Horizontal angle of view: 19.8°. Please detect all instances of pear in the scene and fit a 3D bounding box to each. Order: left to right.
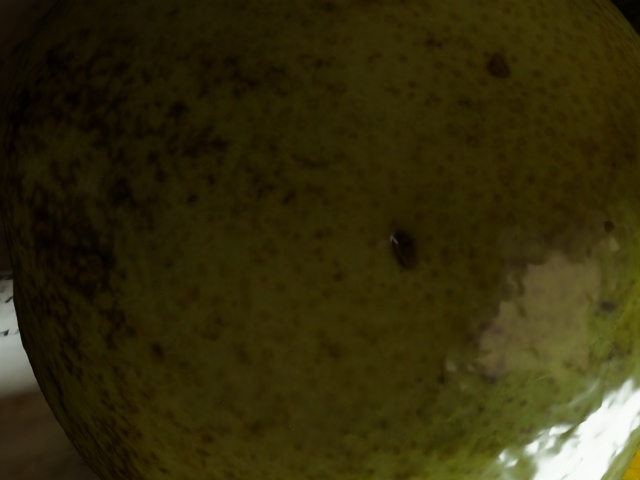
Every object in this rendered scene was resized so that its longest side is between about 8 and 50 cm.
[{"bbox_3d":[0.000,0.000,0.510,0.197,0.197,0.197,-43,147,-37],"label":"pear"}]

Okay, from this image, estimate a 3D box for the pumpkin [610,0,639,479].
[{"bbox_3d":[0.171,-0.013,0.831,0.325,0.242,0.232,48,41,-58],"label":"pumpkin"}]
